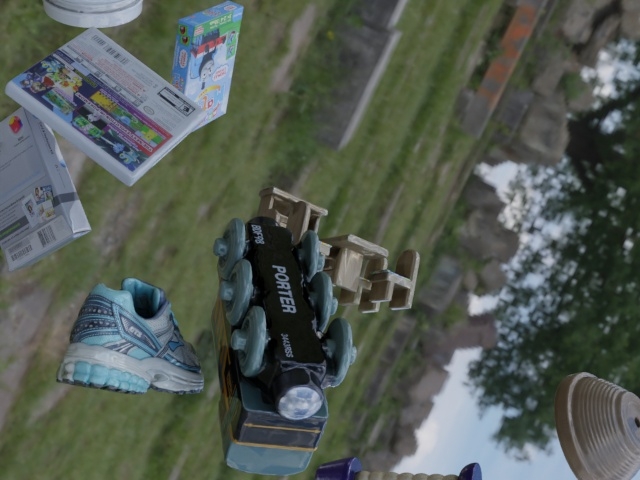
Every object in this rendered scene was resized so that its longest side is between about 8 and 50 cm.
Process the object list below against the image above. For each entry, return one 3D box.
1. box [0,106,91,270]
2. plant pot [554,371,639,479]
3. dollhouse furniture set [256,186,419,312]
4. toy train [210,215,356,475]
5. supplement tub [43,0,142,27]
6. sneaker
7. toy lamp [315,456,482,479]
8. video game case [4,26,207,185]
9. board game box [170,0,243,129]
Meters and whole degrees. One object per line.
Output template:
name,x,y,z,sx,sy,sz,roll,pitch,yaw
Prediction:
box,-0.402,-0.070,1.393,0.145,0.186,0.038,-26,175,33
plant pot,0.552,0.357,1.938,0.110,0.237,0.237,-26,-155,38
dollhouse furniture set,0.000,0.000,1.509,0.242,0.212,0.161,-11,-118,53
toy train,-0.063,0.113,1.197,0.334,0.142,0.190,-109,-147,-54
supplement tub,-0.458,-0.617,2.029,0.241,0.241,0.331,-63,163,-51
sneaker,-0.193,0.108,1.160,0.283,0.110,0.122,33,67,-78
toy lamp,0.125,0.399,1.686,0.080,0.275,0.080,-2,90,-67
video game case,-0.276,-0.180,1.340,0.183,0.201,0.023,-51,179,-46
board game box,-0.206,-0.301,1.798,0.160,0.039,0.211,-42,151,-53
